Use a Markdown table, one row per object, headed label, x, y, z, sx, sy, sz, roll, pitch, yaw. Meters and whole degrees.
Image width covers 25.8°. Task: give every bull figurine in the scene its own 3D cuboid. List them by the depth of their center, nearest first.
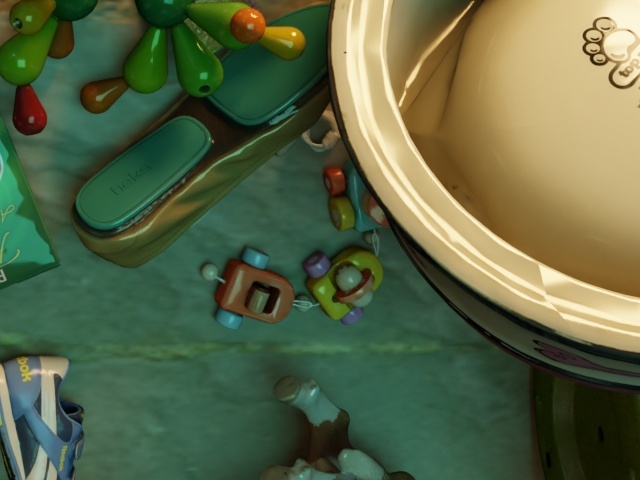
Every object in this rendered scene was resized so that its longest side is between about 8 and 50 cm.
| label | x | y | z | sx | sy | sz | roll | pitch | yaw |
| --- | --- | --- | --- | --- | --- | --- | --- | --- | --- |
| bull figurine | -0.068 | 0.238 | 0.967 | 0.310 | 0.101 | 0.188 | -38 | 134 | -14 |

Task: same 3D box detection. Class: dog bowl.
| label | x | y | z | sx | sy | sz | roll | pitch | yaw |
| --- | --- | --- | --- | --- | --- | --- | --- | --- | --- |
| dog bowl | 0.209 | -0.085 | 0.874 | 0.408 | 0.408 | 0.150 | -31 | 157 | -13 |

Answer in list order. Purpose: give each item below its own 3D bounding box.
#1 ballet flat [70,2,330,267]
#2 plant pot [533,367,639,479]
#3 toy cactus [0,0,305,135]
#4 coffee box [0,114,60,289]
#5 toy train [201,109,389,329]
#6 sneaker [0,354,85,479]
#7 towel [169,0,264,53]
| label | x | y | z | sx | sy | sz | roll | pitch | yaw |
| --- | --- | --- | --- | --- | --- | --- | --- | --- | --- |
| ballet flat | -0.063 | -0.068 | 0.922 | 0.232 | 0.080 | 0.073 | -38 | 148 | -7 |
| plant pot | 0.355 | 0.122 | 1.012 | 0.353 | 0.366 | 0.366 | -5 | 106 | -10 |
| toy cactus | -0.110 | -0.170 | 0.850 | 0.219 | 0.112 | 0.180 | -21 | 96 | 4 |
| coffee box | -0.245 | -0.047 | 0.856 | 0.113 | 0.040 | 0.184 | -25 | 112 | -15 |
| toy train | 0.000 | 0.000 | 0.971 | 0.125 | 0.046 | 0.166 | 26 | 93 | -27 |
| sneaker | -0.181 | 0.142 | 0.929 | 0.059 | 0.053 | 0.144 | -17 | 111 | -21 |
| towel | -0.079 | -0.162 | 0.914 | 0.060 | 0.009 | 0.083 | -35 | 114 | -10 |
